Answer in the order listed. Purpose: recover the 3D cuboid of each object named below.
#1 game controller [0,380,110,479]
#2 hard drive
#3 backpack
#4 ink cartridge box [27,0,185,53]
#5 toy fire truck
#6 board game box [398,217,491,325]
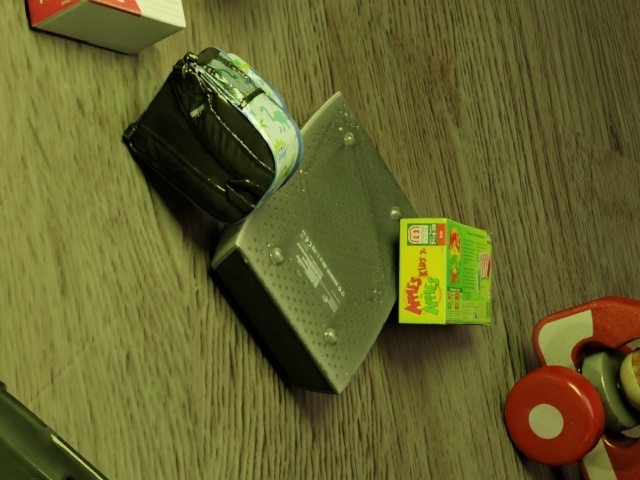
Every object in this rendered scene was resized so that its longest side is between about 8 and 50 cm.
[{"bbox_3d":[-0.123,0.188,0.770,0.319,0.067,0.166,38,17,11],"label":"game controller"},{"bbox_3d":[0.000,0.000,1.202,0.172,0.054,0.254,57,34,-20],"label":"hard drive"},{"bbox_3d":[-0.071,-0.080,1.075,0.114,0.105,0.084,45,37,3],"label":"backpack"},{"bbox_3d":[-0.170,-0.229,1.069,0.109,0.063,0.150,7,68,-54],"label":"ink cartridge box"},{"bbox_3d":[0.345,0.196,1.415,0.169,0.254,0.302,-16,86,-57],"label":"toy fire truck"},{"bbox_3d":[0.117,0.032,1.304,0.181,0.043,0.092,10,80,-70],"label":"board game box"}]
